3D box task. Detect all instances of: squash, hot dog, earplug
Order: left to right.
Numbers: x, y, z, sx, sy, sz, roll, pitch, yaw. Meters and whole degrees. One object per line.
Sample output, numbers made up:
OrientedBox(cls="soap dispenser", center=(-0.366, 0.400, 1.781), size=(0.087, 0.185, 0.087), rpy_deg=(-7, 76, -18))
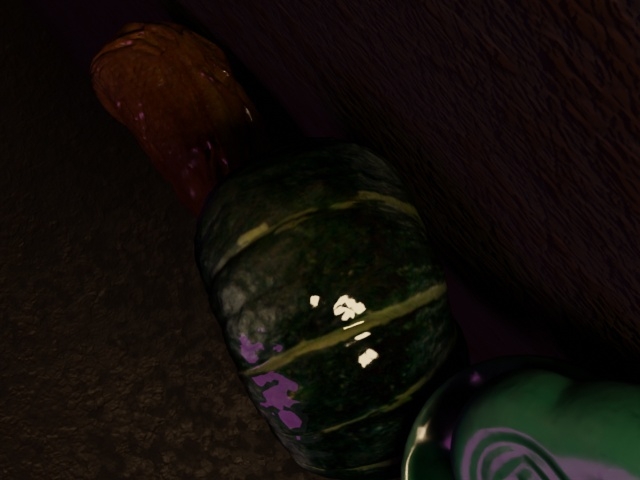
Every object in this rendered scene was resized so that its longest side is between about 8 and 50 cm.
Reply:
OrientedBox(cls="hot dog", center=(-0.115, -0.105, 1.285), size=(0.272, 0.122, 0.196), rpy_deg=(50, 173, 35))
OrientedBox(cls="squash", center=(0.010, 0.050, 0.958), size=(0.252, 0.165, 0.252), rpy_deg=(162, 90, -90))
OrientedBox(cls="earplug", center=(0.174, 0.145, 0.808), size=(0.280, 0.257, 0.164), rpy_deg=(-7, -92, -78))
